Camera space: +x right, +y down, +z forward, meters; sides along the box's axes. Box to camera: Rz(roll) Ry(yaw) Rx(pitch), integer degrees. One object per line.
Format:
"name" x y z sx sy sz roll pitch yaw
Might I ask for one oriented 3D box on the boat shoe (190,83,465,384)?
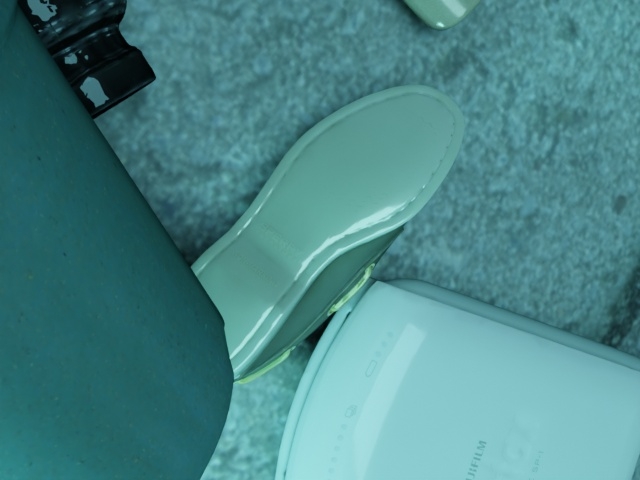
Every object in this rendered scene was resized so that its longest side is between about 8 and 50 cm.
"boat shoe" -0.003 -0.003 0.619 0.109 0.091 0.305 42 79 17

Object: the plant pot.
"plant pot" -0.234 0.021 0.402 0.341 0.341 0.334 -40 131 -11

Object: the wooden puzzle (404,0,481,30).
"wooden puzzle" 0.111 -0.332 0.635 0.221 0.044 0.238 45 82 -10

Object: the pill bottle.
"pill bottle" -0.210 -0.180 0.515 0.123 0.123 0.219 -34 105 -12

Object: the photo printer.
"photo printer" 0.120 0.179 0.668 0.308 0.107 0.256 20 89 -19
